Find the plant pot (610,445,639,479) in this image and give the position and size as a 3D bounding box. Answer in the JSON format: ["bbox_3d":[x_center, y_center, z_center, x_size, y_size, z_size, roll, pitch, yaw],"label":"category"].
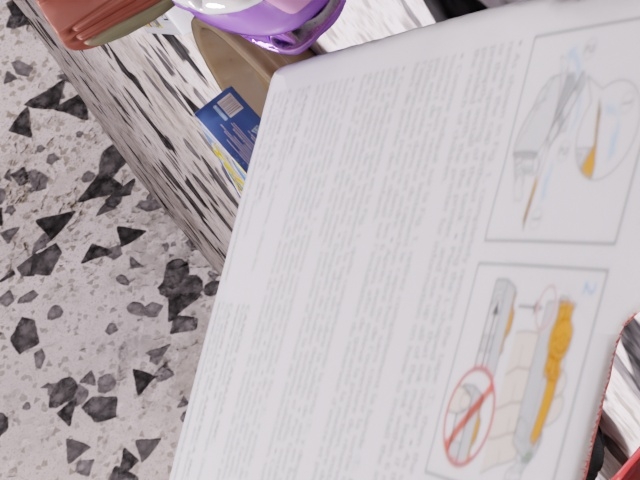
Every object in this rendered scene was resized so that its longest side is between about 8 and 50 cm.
[{"bbox_3d":[0.171,0.245,0.728,0.243,0.275,0.275,40,171,12],"label":"plant pot"}]

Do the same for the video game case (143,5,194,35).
[{"bbox_3d":[-0.187,-0.267,1.363,0.227,0.026,0.206,53,173,-14],"label":"video game case"}]

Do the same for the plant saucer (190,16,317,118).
[{"bbox_3d":[0.012,-0.048,1.104,0.278,0.041,0.278,51,173,9],"label":"plant saucer"}]

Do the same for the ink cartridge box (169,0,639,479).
[{"bbox_3d":[0.048,0.081,0.547,0.091,0.308,0.385,17,174,-22],"label":"ink cartridge box"}]

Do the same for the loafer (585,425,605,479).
[{"bbox_3d":[0.120,0.161,1.084,0.223,0.076,0.078,115,147,-49],"label":"loafer"}]

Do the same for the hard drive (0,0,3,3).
[{"bbox_3d":[-0.201,-0.174,0.653,0.210,0.319,0.040,54,173,-18],"label":"hard drive"}]

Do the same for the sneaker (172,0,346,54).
[{"bbox_3d":[-0.024,-0.127,0.739,0.104,0.095,0.236,48,-179,-24],"label":"sneaker"}]

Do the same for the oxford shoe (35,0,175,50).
[{"bbox_3d":[-0.155,-0.220,0.923,0.146,0.140,0.397,59,172,5],"label":"oxford shoe"}]

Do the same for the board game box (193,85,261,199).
[{"bbox_3d":[0.000,0.000,1.113,0.201,0.035,0.136,48,173,30],"label":"board game box"}]
